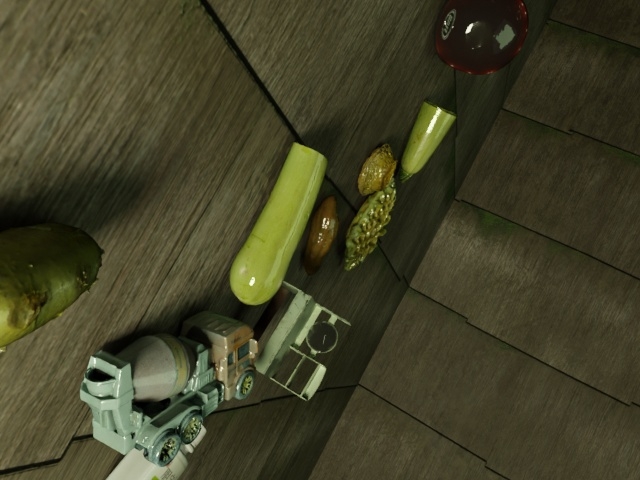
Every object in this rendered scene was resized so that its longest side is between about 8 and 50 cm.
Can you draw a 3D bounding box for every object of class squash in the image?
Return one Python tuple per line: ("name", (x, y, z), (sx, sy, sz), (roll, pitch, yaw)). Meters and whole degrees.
("squash", (-0.061, -0.020, 0.803), (0.250, 0.083, 0.083), (-65, 162, -1))
("squash", (0.254, -0.241, 1.366), (0.094, 0.094, 0.224), (-29, 148, -60))

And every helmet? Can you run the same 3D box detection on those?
("helmet", (0.346, -0.459, 1.169), (0.216, 0.193, 0.189), (-7, 128, -34))

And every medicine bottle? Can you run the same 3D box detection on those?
("medicine bottle", (-0.251, 0.341, 0.796), (0.183, 0.069, 0.119), (-53, 157, -32))

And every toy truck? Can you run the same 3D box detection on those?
("toy truck", (-0.185, 0.170, 0.691), (0.256, 0.108, 0.140), (-26, 126, -57))

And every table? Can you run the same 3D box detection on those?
("table", (-0.059, 0.155, 0.888), (0.146, 0.175, 0.062), (-58, 162, -15))

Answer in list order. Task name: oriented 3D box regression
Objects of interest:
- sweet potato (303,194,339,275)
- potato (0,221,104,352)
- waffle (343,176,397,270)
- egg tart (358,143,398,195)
("sweet potato", (-0.001, 0.001, 1.034), (0.053, 0.054, 0.182), (-24, 141, -49))
("potato", (-0.231, 0.034, 0.387), (0.188, 0.105, 0.085), (-50, 143, -69))
("waffle", (0.117, -0.039, 1.293), (0.223, 0.054, 0.204), (-53, 160, -22))
("egg tart", (0.128, -0.151, 1.177), (0.130, 0.052, 0.130), (-49, 158, -28))
